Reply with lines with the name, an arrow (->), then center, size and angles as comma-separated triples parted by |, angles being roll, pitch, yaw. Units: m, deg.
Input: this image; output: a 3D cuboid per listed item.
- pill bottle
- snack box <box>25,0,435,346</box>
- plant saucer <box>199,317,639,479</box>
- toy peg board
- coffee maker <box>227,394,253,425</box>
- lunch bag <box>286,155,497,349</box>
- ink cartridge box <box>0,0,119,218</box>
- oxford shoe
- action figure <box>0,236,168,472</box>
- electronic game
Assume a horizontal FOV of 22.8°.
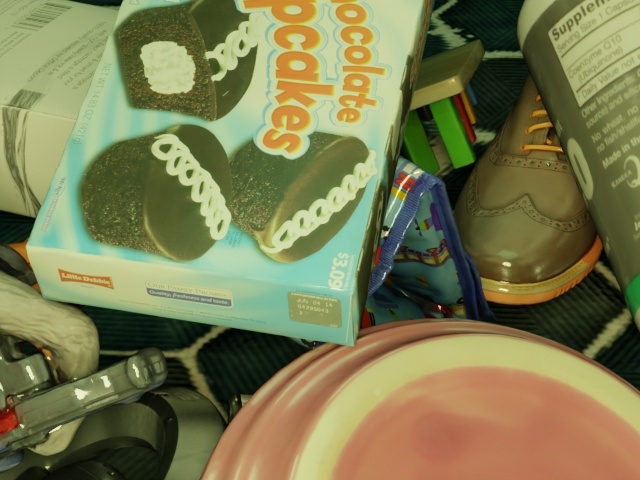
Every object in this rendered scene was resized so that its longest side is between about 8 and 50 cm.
pill bottle -> 0.269, -0.120, 1.180 | 0.204, 0.204, 0.361 | -12, 69, -18
snack box -> -0.039, -0.094, 0.967 | 0.187, 0.060, 0.322 | 8, 54, 9
plant saucer -> 0.094, 0.179, 0.848 | 0.332, 0.084, 0.332 | 7, 57, -11
toy peg board -> 0.070, -0.099, 1.390 | 0.161, 0.079, 0.161 | -18, 13, 18
coffee maker -> 0.033, 0.165, 0.962 | 0.178, 0.120, 0.171 | -5, 34, -6
lunch bag -> 0.000, 0.000, 1.129 | 0.221, 0.293, 0.138 | 32, 88, 24
ink cartridge box -> -0.223, -0.116, 1.398 | 0.283, 0.117, 0.207 | 13, 35, 21
oxford shoe -> 0.185, -0.076, 1.318 | 0.130, 0.133, 0.364 | 10, 34, 16
action figure -> -0.269, 0.068, 1.006 | 0.341, 0.179, 0.330 | -24, 11, 7
electronic game -> -0.151, 0.172, 0.944 | 0.229, 0.048, 0.229 | -27, 27, 15
